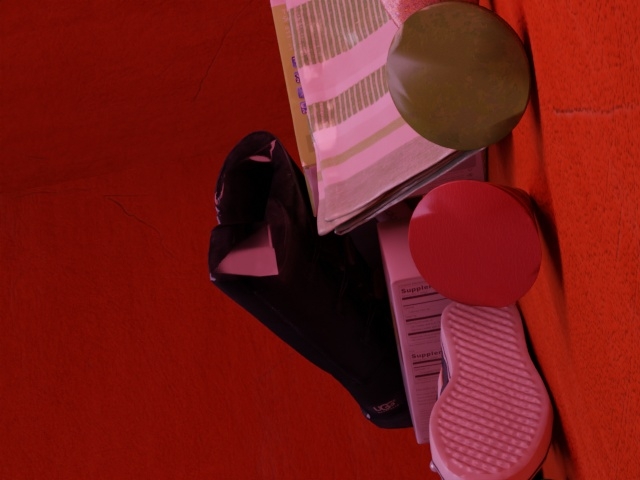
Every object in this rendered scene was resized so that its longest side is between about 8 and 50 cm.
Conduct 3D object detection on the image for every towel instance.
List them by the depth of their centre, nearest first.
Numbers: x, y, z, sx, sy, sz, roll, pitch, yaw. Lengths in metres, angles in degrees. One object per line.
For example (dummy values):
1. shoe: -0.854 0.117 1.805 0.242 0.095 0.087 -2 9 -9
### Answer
1. towel: 0.064 -0.191 1.569 0.038 0.248 0.325 19 -128 -40

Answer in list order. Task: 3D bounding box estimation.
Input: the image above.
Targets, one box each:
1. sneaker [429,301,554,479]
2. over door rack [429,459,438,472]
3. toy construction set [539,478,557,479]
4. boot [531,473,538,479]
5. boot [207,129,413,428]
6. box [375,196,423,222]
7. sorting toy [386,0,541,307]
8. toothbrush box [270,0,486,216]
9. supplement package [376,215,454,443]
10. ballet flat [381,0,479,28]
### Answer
1. sneaker: 0.178 0.189 1.560 0.321 0.126 0.128 -78 -16 -60
2. over door rack: 0.223 0.346 2.357 0.324 0.108 0.240 75 -176 -78
3. toy construction set: 0.177 0.425 1.588 0.237 0.257 0.309 23 -122 -62
4. boot: 0.228 0.347 1.749 0.236 0.085 0.179 -96 -3 -68
5. boot: 0.001 0.002 1.945 0.445 0.146 0.367 43 -151 -47
6. box: 0.059 -0.203 1.951 0.232 0.058 0.322 44 -142 -48
7. sorting toy: 0.140 -0.132 1.298 0.126 0.127 0.366 -39 -54 -56
8. toothbrush box: 0.063 -0.191 1.737 0.122 0.206 0.283 77 -178 -62
9. supplement package: 0.155 0.099 1.810 0.139 0.133 0.244 -101 0 -58
10. ballet flat: 0.088 -0.331 1.392 0.106 0.107 0.316 115 145 -68
